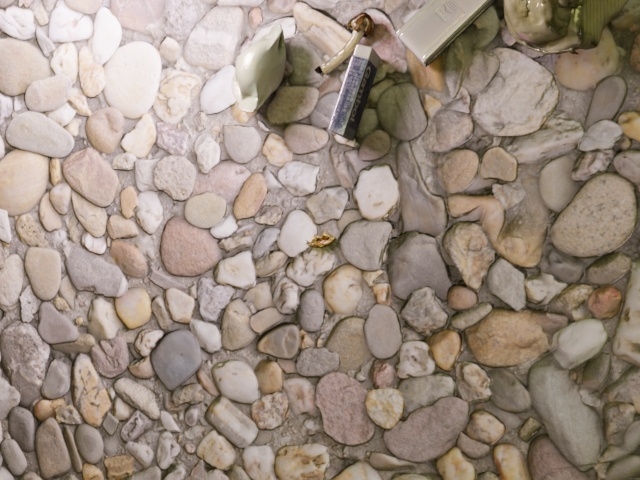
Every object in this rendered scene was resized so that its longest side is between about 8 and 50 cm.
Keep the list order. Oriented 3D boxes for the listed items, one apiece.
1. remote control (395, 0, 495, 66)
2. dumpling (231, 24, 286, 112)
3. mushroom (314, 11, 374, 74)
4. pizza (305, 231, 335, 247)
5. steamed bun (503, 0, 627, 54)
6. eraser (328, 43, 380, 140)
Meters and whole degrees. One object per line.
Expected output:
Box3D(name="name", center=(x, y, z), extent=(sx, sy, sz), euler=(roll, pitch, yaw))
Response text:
Box3D(name="remote control", center=(0.311, -0.536, 1.360), extent=(0.277, 0.055, 0.103), euler=(-42, 79, 14))
Box3D(name="dumpling", center=(-0.159, -0.435, 1.495), extent=(0.151, 0.124, 0.229), euler=(34, 98, 51))
Box3D(name="mushroom", center=(0.057, -0.474, 1.446), extent=(0.060, 0.061, 0.187), euler=(46, 108, 6))
Box3D(name="pizza", center=(0.000, 0.000, 1.499), extent=(0.083, 0.016, 0.037), euler=(-9, 83, 20))
Box3D(name="steamed bun", center=(0.488, -0.537, 1.224), extent=(0.207, 0.268, 0.280), euler=(23, 84, 51))
Box3D(name="eraser", center=(0.082, -0.352, 1.423), extent=(0.046, 0.092, 0.212), euler=(20, 96, 17))
